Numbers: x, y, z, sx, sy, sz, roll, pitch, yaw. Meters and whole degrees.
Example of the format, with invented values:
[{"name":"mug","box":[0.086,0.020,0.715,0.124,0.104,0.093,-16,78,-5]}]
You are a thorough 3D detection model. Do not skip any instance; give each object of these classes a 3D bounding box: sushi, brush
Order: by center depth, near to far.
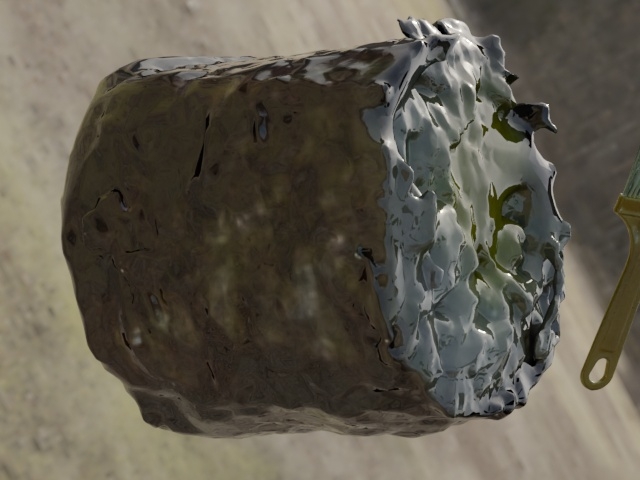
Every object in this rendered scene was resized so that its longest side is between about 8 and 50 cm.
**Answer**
[{"name":"sushi","box":[0.001,0.000,1.222,0.281,0.294,0.299,-39,117,-55]},{"name":"brush","box":[0.244,0.026,1.331,0.083,0.205,0.011,9,22,-26]}]
